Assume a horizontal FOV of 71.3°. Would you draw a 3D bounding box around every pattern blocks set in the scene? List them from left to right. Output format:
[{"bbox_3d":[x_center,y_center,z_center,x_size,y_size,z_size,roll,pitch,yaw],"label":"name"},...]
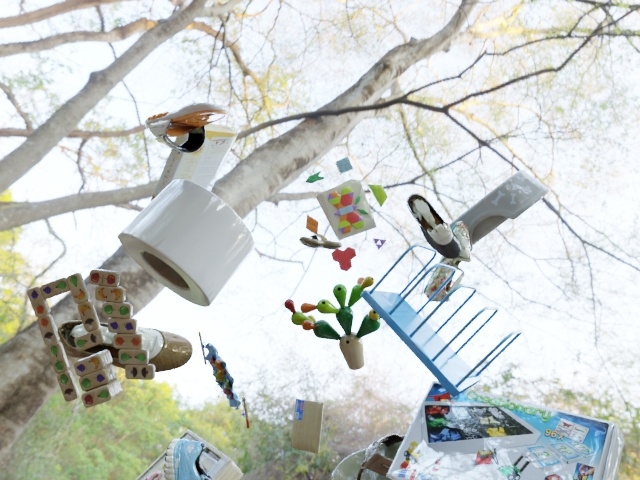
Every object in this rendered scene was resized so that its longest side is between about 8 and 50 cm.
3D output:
[{"bbox_3d":[0.086,-0.096,1.438,0.325,0.285,0.026,55,-8,5],"label":"pattern blocks set"}]

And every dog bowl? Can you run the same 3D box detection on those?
[{"bbox_3d":[0.516,-0.078,1.360,0.102,0.348,0.349,53,-44,11],"label":"dog bowl"}]

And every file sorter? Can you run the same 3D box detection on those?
[{"bbox_3d":[0.164,0.098,0.596,0.104,0.118,0.170,-51,-119,14],"label":"file sorter"}]

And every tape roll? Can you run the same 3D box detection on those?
[{"bbox_3d":[-0.291,0.008,0.990,0.246,0.169,0.246,28,-28,16],"label":"tape roll"}]

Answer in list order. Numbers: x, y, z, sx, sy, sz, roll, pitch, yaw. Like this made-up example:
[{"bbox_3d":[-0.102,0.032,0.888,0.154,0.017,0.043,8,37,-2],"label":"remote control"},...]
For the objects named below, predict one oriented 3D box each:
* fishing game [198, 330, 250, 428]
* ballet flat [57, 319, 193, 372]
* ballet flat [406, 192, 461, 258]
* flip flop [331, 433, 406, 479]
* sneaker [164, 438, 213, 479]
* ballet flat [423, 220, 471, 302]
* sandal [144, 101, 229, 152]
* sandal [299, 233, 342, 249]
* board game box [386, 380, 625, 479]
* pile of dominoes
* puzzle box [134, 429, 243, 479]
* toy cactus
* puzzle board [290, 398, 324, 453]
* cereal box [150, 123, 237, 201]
[{"bbox_3d":[-0.261,0.355,1.151,0.264,0.041,0.189,42,-37,37],"label":"fishing game"},{"bbox_3d":[-0.497,0.252,1.113,0.342,0.116,0.124,8,-34,7],"label":"ballet flat"},{"bbox_3d":[0.287,-0.041,1.144,0.203,0.074,0.074,57,-42,16],"label":"ballet flat"},{"bbox_3d":[0.149,0.444,0.915,0.276,0.112,0.080,-19,-63,-3],"label":"flip flop"},{"bbox_3d":[-0.206,0.400,0.704,0.073,0.162,0.063,-2,-14,-9],"label":"sneaker"},{"bbox_3d":[0.362,0.064,1.206,0.077,0.241,0.091,20,-10,38],"label":"ballet flat"},{"bbox_3d":[-0.275,-0.218,0.901,0.265,0.101,0.076,2,-87,49],"label":"sandal"},{"bbox_3d":[0.000,0.000,1.694,0.180,0.049,0.072,7,-18,-24],"label":"sandal"},{"bbox_3d":[0.268,0.336,0.684,0.305,0.193,0.053,-4,-49,51],"label":"board game box"},{"bbox_3d":[-0.444,0.183,0.848,0.195,0.040,0.251,-20,-90,6],"label":"pile of dominoes"},{"bbox_3d":[-0.392,0.622,0.989,0.272,0.409,0.052,-8,-63,52],"label":"puzzle box"},{"bbox_3d":[0.048,0.166,0.887,0.218,0.112,0.181,-13,-75,5],"label":"toy cactus"},{"bbox_3d":[-0.035,0.504,1.217,0.096,0.128,0.011,-7,-22,37],"label":"puzzle board"},{"bbox_3d":[-0.331,-0.194,1.173,0.047,0.173,0.240,39,-67,16],"label":"cereal box"}]
